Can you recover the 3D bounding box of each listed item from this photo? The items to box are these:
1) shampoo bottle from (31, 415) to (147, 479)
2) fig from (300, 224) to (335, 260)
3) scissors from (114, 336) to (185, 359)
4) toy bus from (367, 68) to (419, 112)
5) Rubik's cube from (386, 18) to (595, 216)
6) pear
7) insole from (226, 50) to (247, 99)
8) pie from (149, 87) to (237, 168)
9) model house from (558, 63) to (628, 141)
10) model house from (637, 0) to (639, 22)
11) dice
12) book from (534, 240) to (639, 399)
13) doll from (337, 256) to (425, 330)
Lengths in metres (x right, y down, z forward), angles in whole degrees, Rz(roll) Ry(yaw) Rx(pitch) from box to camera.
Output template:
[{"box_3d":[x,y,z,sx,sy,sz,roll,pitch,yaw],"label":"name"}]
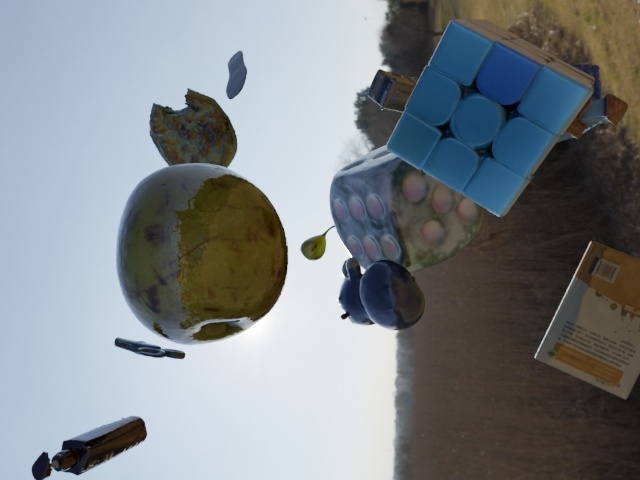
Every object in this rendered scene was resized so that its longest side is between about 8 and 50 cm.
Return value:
[{"box_3d":[-0.420,0.384,0.925,0.236,0.067,0.068,7,-90,-70],"label":"shampoo bottle"},{"box_3d":[0.006,0.013,1.840,0.093,0.166,0.093,59,-176,-6],"label":"fig"},{"box_3d":[-0.532,0.323,1.495,0.138,0.289,0.041,16,-100,-53],"label":"scissors"},{"box_3d":[0.236,-0.409,1.399,0.103,0.182,0.091,59,136,43],"label":"toy bus"},{"box_3d":[0.365,-0.272,1.067,0.291,0.290,0.291,-35,-24,-55],"label":"Rubik's cube"},{"box_3d":[-0.182,0.019,0.779,0.283,0.284,0.283,2,-90,-79],"label":"pear"},{"box_3d":[-0.182,-0.359,1.072,0.004,0.064,0.188,39,-153,-38],"label":"insole"},{"box_3d":[-0.410,-0.333,1.608,0.067,0.303,0.302,-83,-10,-58],"label":"pie"},{"box_3d":[0.673,-0.411,1.418,0.295,0.329,0.251,12,-100,-39],"label":"model house"},{"box_3d":[0.872,-0.548,1.121,0.271,0.206,0.178,-88,0,-47],"label":"model house"},{"box_3d":[0.243,-0.107,1.476,0.328,0.348,0.330,3,122,61],"label":"dice"},{"box_3d":[0.639,0.176,1.106,0.295,0.208,0.020,-66,-10,5],"label":"book"},{"box_3d":[0.150,0.136,1.255,0.154,0.258,0.228,-39,-81,-36],"label":"doll"}]
